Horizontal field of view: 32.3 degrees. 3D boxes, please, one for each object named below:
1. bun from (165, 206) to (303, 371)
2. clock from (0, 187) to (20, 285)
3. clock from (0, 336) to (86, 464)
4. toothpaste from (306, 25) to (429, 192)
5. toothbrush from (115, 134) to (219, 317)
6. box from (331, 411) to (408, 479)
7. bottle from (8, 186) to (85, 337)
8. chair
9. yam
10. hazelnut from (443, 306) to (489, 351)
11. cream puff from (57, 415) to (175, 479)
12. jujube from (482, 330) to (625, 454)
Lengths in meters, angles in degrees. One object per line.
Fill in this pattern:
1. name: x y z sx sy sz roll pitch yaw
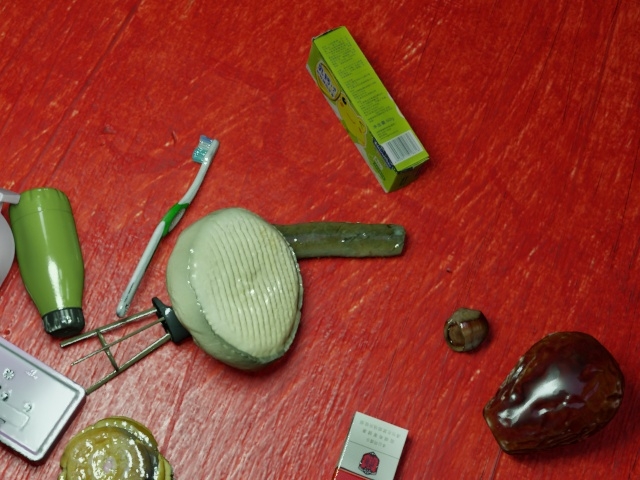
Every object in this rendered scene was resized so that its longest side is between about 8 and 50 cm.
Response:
1. bun: -0.160 0.085 1.919 0.287 0.146 0.287 14 71 -46
2. clock: -0.679 0.032 1.900 0.290 0.080 0.275 5 90 8
3. clock: -0.518 0.272 1.879 0.197 0.063 0.150 30 69 4
4. toothpaste: 0.087 -0.251 2.131 0.077 0.110 0.327 -28 76 -15
5. toothbrush: -0.273 -0.031 2.004 0.040 0.042 0.418 18 58 5
6. box: 0.082 0.389 1.930 0.100 0.048 0.152 20 67 1
7. bottle: -0.473 0.042 1.941 0.112 0.112 0.260 -13 71 -12
8. chair: -0.338 0.169 1.930 0.221 0.104 0.095 -24 58 -13
9. yam: 0.000 0.000 2.050 0.317 0.067 0.071 1 57 -9
10. hazelnut: 0.267 0.164 2.026 0.086 0.086 0.086 3 70 -7
11. cream puff: -0.334 0.384 1.829 0.189 0.129 0.189 -1 75 3
12. jujube: 0.412 0.278 1.962 0.255 0.190 0.190 -33 77 0
